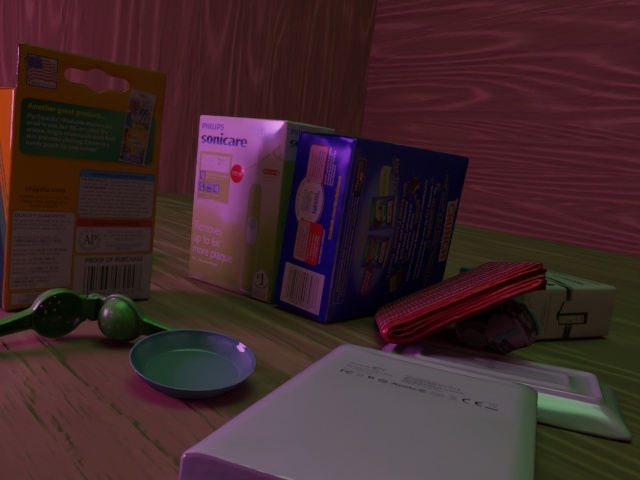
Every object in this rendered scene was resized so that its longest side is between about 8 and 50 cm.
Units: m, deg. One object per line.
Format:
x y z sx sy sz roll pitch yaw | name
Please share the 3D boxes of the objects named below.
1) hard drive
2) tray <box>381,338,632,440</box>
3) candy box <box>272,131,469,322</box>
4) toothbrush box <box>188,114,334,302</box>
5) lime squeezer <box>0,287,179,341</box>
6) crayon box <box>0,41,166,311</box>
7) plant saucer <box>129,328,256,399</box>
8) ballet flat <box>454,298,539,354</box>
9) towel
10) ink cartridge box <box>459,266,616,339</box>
0.061 0.149 0.488 0.203 0.040 0.307 10 7 19 | hard drive
0.187 0.149 0.685 0.271 0.030 0.145 9 7 18 | tray
0.090 -0.023 1.008 0.122 0.268 0.317 18 12 41 | candy box
-0.104 -0.059 1.050 0.206 0.283 0.122 13 9 39 | toothbrush box
-0.244 0.088 0.666 0.311 0.058 0.110 6 7 -15 | lime squeezer
-0.325 -0.079 0.841 0.083 0.322 0.203 13 10 43 | crayon box
-0.122 0.120 0.600 0.119 0.021 0.119 8 17 -2 | plant saucer
0.219 0.112 0.823 0.079 0.076 0.221 -21 -5 2 | ballet flat
0.167 0.076 0.818 0.199 0.031 0.275 -22 -3 3 | towel
0.342 0.098 1.005 0.203 0.085 0.148 2 8 -29 | ink cartridge box
